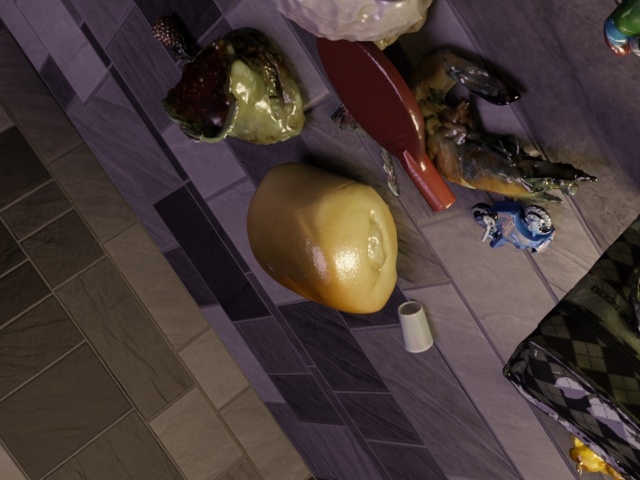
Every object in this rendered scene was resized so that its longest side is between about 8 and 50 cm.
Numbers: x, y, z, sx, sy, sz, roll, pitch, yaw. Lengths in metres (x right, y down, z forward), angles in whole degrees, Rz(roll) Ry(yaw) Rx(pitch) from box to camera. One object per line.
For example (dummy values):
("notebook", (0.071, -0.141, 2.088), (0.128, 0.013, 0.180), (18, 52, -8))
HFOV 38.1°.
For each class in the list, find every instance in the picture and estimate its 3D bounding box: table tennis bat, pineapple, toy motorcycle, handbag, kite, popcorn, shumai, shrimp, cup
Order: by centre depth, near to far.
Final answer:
("handbag", (0.513, 0.132, 1.314), (0.317, 0.416, 0.180), (40, 155, 19))
("shrimp", (0.302, -0.196, 1.637), (0.445, 0.085, 0.272), (31, 142, 46))
("table tennis bat", (0.124, -0.230, 1.734), (0.414, 0.051, 0.268), (55, 166, -12))
("toy motorcycle", (0.368, -0.025, 1.742), (0.114, 0.076, 0.205), (55, 156, -21))
("popcorn", (0.589, 0.394, 1.823), (0.194, 0.163, 0.140), (12, 172, 12))
("kite", (0.128, -0.221, 1.964), (0.335, 0.011, 0.314), (31, 147, 41))
("shumai", (-0.235, -0.318, 2.127), (0.330, 0.288, 0.292), (19, 139, 48))
("cup", (0.227, 0.205, 2.281), (0.104, 0.074, 0.116), (-113, 6, -61))
("pineapple", (-0.357, -0.500, 2.366), (0.159, 0.074, 0.074), (47, 155, -1))

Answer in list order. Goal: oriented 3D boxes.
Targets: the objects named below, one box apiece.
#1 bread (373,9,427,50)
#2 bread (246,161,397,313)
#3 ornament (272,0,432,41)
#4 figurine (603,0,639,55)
("bread", (0.056, -0.445, 1.695), (0.337, 0.102, 0.183), (36, 150, 33))
("bread", (0.000, 0.000, 2.183), (0.376, 0.253, 0.348), (23, 138, 44))
("ornament", (0.043, -0.472, 1.397), (0.337, 0.337, 0.337), (39, 151, 27))
("figurine", (0.490, -0.242, 1.216), (0.234, 0.127, 0.185), (38, 166, 0))
